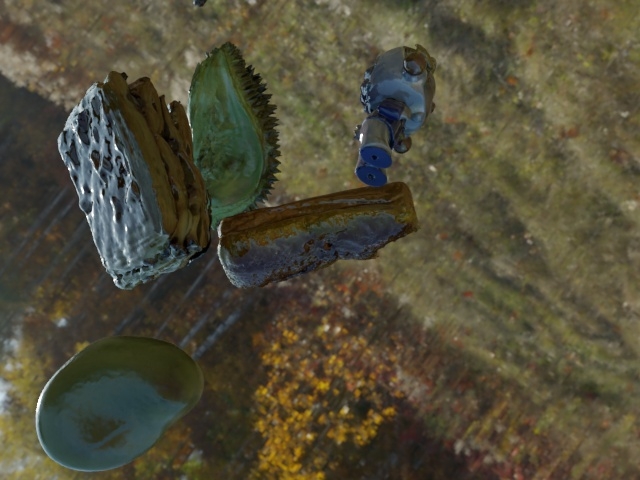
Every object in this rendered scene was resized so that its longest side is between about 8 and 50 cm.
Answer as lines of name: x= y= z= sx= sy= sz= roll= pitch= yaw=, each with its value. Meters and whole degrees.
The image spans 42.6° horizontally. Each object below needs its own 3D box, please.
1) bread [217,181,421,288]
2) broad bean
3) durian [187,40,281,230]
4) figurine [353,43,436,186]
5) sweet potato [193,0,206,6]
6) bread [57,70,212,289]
bread: x=0.000 y=0.000 z=1.554 sx=0.185 sy=0.381 sz=0.109 roll=73 pitch=-174 yaw=-55
broad bean: x=-0.309 y=0.242 z=1.262 sx=0.189 sy=0.263 sz=0.121 roll=61 pitch=163 yaw=3
durian: x=-0.183 y=-0.223 z=1.750 sx=0.198 sy=0.394 sz=0.163 roll=-3 pitch=-161 yaw=0
figurine: x=0.114 y=-0.204 z=1.359 sx=0.133 sy=0.274 sz=0.194 roll=16 pitch=162 yaw=10
sweet potato: x=-0.201 y=-0.584 z=1.475 sx=0.112 sy=0.112 sz=0.359 roll=35 pitch=133 yaw=20
bread: x=-0.298 y=-0.102 z=1.403 sx=0.277 sy=0.167 sz=0.324 roll=-27 pitch=85 yaw=51
